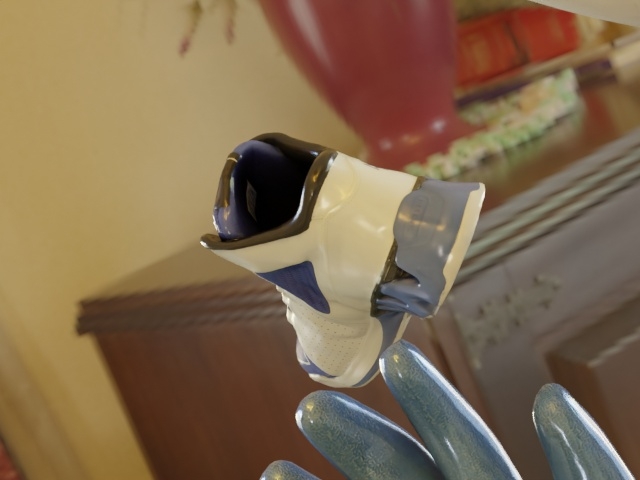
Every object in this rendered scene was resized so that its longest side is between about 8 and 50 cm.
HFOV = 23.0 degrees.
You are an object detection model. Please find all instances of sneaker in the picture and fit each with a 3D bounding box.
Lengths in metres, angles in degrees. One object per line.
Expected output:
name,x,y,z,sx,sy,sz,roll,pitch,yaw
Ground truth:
sneaker,0.000,0.000,1.218,0.315,0.182,0.127,121,173,-68

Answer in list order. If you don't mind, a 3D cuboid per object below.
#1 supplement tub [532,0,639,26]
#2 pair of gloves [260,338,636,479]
supplement tub,0.148,-0.287,0.732,0.241,0.331,0.241,13,22,-5
pair of gloves,0.014,0.131,0.404,0.198,0.159,0.023,-42,-10,13
